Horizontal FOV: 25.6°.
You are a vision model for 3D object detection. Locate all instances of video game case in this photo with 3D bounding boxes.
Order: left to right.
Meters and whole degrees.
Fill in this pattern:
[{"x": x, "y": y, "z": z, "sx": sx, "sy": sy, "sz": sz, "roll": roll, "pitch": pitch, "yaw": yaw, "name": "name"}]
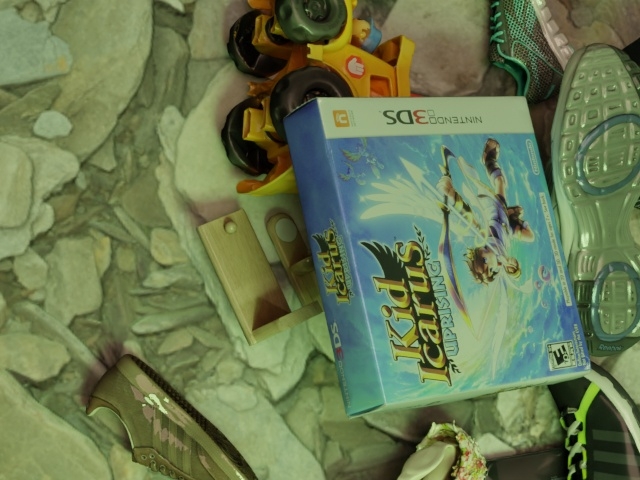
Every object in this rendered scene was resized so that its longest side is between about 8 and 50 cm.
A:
[{"x": 0.107, "y": 0.006, "z": 1.244, "sx": 0.244, "sy": 0.061, "sz": 0.269, "roll": -5, "pitch": 77, "yaw": -35, "name": "video game case"}]

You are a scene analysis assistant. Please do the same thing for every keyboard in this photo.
[{"x": 0.250, "y": 0.259, "z": 1.398, "sx": 0.180, "sy": 0.023, "sz": 0.108, "roll": -8, "pitch": 77, "yaw": -12, "name": "keyboard"}]

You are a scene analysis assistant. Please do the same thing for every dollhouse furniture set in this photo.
[{"x": 0.000, "y": 0.000, "z": 1.308, "sx": 0.144, "sy": 0.151, "sz": 0.123, "roll": -23, "pitch": 87, "yaw": -38, "name": "dollhouse furniture set"}]

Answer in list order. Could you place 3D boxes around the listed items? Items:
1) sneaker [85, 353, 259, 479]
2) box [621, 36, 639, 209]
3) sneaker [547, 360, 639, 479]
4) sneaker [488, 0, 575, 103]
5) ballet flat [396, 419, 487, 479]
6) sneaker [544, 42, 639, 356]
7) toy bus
[{"x": -0.136, "y": 0.192, "z": 1.312, "sx": 0.188, "sy": 0.066, "sz": 0.071, "roll": 45, "pitch": 93, "yaw": 2, "name": "sneaker"}, {"x": 0.369, "y": -0.107, "z": 1.438, "sx": 0.158, "sy": 0.093, "sz": 0.156, "roll": 18, "pitch": 79, "yaw": -8, "name": "box"}, {"x": 0.271, "y": 0.219, "z": 1.351, "sx": 0.097, "sy": 0.084, "sz": 0.234, "roll": -27, "pitch": 73, "yaw": -18, "name": "sneaker"}, {"x": 0.198, "y": -0.212, "z": 1.434, "sx": 0.076, "sy": 0.065, "sz": 0.166, "roll": -32, "pitch": 88, "yaw": -10, "name": "sneaker"}, {"x": 0.075, "y": 0.259, "z": 1.298, "sx": 0.241, "sy": 0.091, "sz": 0.077, "roll": -53, "pitch": 138, "yaw": -38, "name": "ballet flat"}, {"x": 0.246, "y": -0.042, "z": 1.346, "sx": 0.111, "sy": 0.129, "sz": 0.297, "roll": -5, "pitch": 106, "yaw": -21, "name": "sneaker"}, {"x": 0.028, "y": -0.147, "z": 1.354, "sx": 0.211, "sy": 0.149, "sz": 0.220, "roll": 6, "pitch": 78, "yaw": -24, "name": "toy bus"}]
